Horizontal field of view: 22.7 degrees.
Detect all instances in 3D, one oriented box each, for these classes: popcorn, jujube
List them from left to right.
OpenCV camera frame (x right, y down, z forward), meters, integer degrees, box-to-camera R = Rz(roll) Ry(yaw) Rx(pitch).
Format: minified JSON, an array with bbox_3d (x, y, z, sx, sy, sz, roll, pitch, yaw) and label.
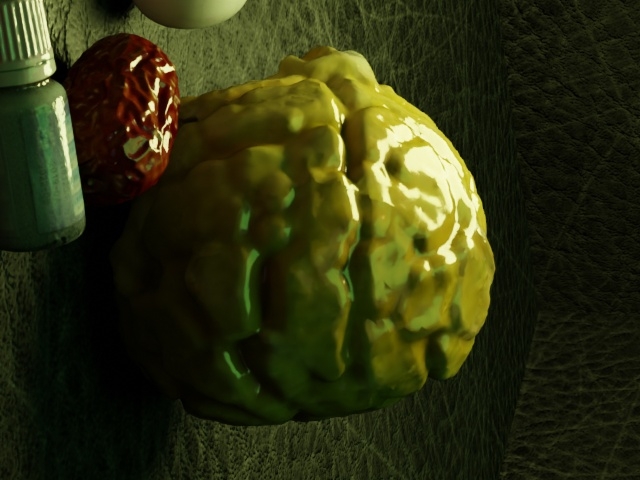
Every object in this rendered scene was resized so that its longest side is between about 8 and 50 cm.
[{"bbox_3d":[-0.181,-0.105,1.394,0.109,0.112,0.176,-54,-163,41],"label":"jujube"},{"bbox_3d":[-0.006,0.006,1.572,0.390,0.354,0.344,-55,153,-56],"label":"popcorn"}]

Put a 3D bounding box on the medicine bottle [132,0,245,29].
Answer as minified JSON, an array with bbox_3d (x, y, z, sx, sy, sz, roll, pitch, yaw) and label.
[{"bbox_3d":[-0.134,-0.368,1.495,0.130,0.130,0.341,-42,130,-65],"label":"medicine bottle"}]

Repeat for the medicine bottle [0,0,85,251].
[{"bbox_3d":[-0.239,-0.096,1.269,0.083,0.083,0.203,-51,140,-61],"label":"medicine bottle"}]
